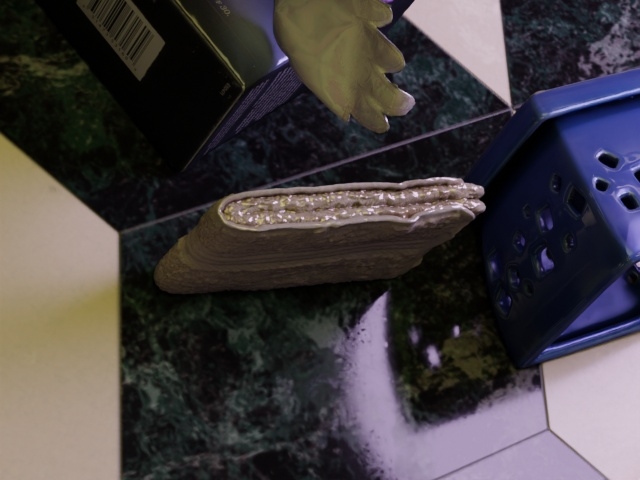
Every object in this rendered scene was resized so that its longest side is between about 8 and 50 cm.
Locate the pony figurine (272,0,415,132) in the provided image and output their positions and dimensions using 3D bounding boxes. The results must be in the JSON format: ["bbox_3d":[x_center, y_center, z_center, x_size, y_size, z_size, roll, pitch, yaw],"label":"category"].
[{"bbox_3d":[0.010,-0.312,1.686,0.363,0.302,0.351,-29,49,-32],"label":"pony figurine"}]

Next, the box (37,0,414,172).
[{"bbox_3d":[-0.098,-0.280,1.861,0.294,0.183,0.296,-36,84,-37],"label":"box"}]

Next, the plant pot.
[{"bbox_3d":[0.286,-0.036,1.895,0.236,0.236,0.212,-16,66,-31],"label":"plant pot"}]

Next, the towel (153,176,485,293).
[{"bbox_3d":[0.000,0.000,1.756,0.282,0.187,0.049,-5,71,-27],"label":"towel"}]
